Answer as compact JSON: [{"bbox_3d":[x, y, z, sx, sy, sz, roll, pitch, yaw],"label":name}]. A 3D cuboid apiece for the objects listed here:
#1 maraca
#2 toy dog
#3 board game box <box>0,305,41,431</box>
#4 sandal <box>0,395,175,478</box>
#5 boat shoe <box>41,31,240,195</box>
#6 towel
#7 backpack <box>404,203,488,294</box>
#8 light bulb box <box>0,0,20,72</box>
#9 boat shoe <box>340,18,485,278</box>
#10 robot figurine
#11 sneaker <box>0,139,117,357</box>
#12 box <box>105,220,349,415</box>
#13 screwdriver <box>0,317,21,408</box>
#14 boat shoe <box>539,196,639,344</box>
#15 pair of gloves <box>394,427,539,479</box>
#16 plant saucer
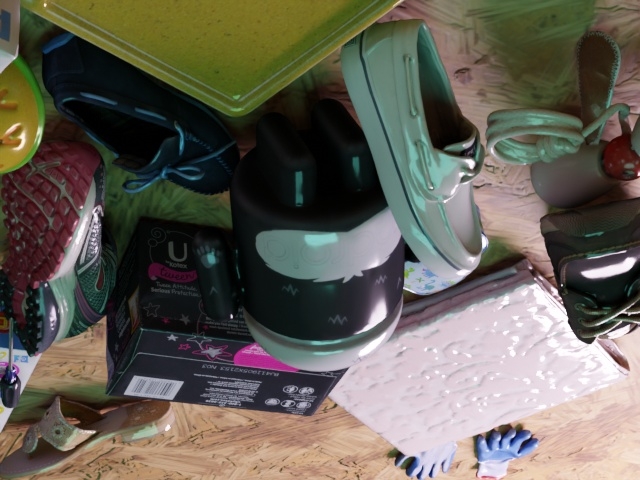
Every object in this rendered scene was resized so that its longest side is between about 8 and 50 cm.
[{"bbox_3d":[-0.311,-0.139,1.318,0.127,0.099,0.185,-2,122,5],"label":"maraca"},{"bbox_3d":[0.329,-0.148,1.393,0.334,0.161,0.220,-9,152,32],"label":"toy dog"},{"bbox_3d":[-0.506,0.148,1.721,0.302,0.086,0.308,9,144,-22],"label":"board game box"},{"bbox_3d":[-0.311,0.229,1.907,0.240,0.088,0.079,-16,114,3],"label":"sandal"},{"bbox_3d":[-0.174,-0.095,1.405,0.109,0.089,0.258,-29,140,30],"label":"boat shoe"},{"bbox_3d":[0.183,0.156,1.872,0.332,0.053,0.317,-22,142,22],"label":"towel"},{"bbox_3d":[0.120,0.003,1.604,0.114,0.084,0.105,-30,142,27],"label":"backpack"},{"bbox_3d":[-0.463,-0.189,1.098,0.358,0.225,0.361,24,135,-36],"label":"light bulb box"},{"bbox_3d":[0.108,-0.084,1.381,0.088,0.096,0.267,-9,113,33],"label":"boat shoe"},{"bbox_3d":[-0.003,-0.001,1.476,0.209,0.173,0.278,9,130,15],"label":"robot figurine"},{"bbox_3d":[-0.261,-0.004,1.530,0.112,0.121,0.299,-23,155,-30],"label":"sneaker"},{"bbox_3d":[-0.102,0.090,1.650,0.247,0.142,0.163,9,145,-19],"label":"box"},{"bbox_3d":[-0.340,0.131,1.634,0.024,0.025,0.170,2,137,-11],"label":"screwdriver"},{"bbox_3d":[0.310,0.037,1.548,0.132,0.130,0.355,-12,169,14],"label":"boat shoe"},{"bbox_3d":[0.208,0.307,2.130,0.198,0.023,0.159,0,146,-11],"label":"pair of gloves"},{"bbox_3d":[-0.077,-0.231,1.228,0.333,0.081,0.333,25,136,-39],"label":"plant saucer"}]
